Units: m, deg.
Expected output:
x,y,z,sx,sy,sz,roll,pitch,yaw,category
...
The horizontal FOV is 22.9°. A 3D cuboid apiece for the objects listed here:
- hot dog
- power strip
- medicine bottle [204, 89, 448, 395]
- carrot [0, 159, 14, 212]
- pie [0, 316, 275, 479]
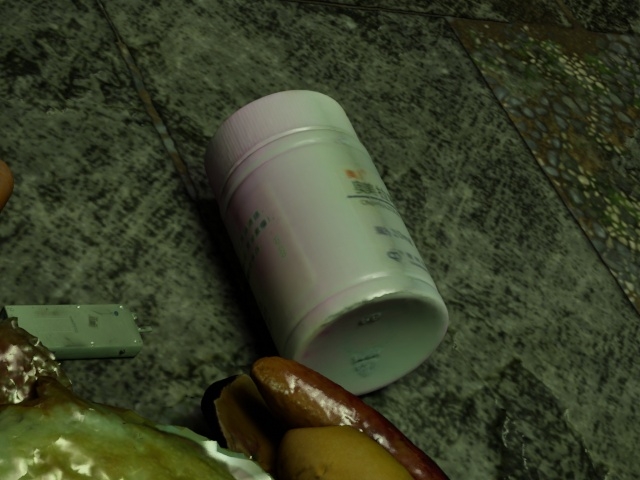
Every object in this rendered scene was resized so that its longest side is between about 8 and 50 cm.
x,y,z,sx,sy,sz,roll,pitch,yaw,category
0.041,0.201,1.214,0.326,0.107,0.194,47,10,10,hot dog
-0.200,0.076,1.313,0.136,0.019,0.051,0,46,-36,power strip
0.000,0.000,1.435,0.152,0.152,0.254,4,46,-33,medicine bottle
-0.301,0.003,1.308,0.048,0.048,0.216,25,42,-10,carrot
-0.169,0.288,0.974,0.395,0.180,0.418,32,44,-1,pie
